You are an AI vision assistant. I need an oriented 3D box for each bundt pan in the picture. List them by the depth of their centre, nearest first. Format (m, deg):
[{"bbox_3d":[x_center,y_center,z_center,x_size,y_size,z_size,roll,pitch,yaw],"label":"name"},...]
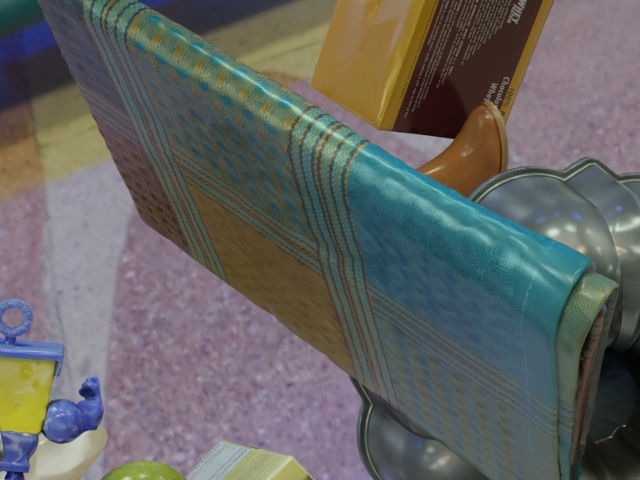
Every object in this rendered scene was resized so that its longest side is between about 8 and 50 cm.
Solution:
[{"bbox_3d":[0.191,0.111,0.871,0.330,0.331,0.124,-23,12,-5],"label":"bundt pan"}]

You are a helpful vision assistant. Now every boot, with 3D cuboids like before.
[{"bbox_3d":[0.115,-0.062,1.360,0.152,0.197,0.073,-7,44,-21],"label":"boot"}]

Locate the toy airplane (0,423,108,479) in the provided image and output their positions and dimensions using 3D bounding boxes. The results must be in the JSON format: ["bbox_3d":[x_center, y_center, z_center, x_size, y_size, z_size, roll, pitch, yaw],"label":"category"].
[{"bbox_3d":[-0.410,0.395,1.444,0.386,0.272,0.384,0,62,-27],"label":"toy airplane"}]

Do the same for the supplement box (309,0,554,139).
[{"bbox_3d":[0.125,-0.223,1.381,0.194,0.191,0.129,2,25,-41],"label":"supplement box"}]

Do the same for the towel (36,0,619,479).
[{"bbox_3d":[0.000,0.000,0.712,0.370,0.271,0.040,34,69,25],"label":"towel"}]

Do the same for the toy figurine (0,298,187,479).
[{"bbox_3d":[-0.275,0.165,1.186,0.362,0.217,0.191,6,-5,-10],"label":"toy figurine"}]

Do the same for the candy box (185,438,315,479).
[{"bbox_3d":[-0.042,0.319,1.384,0.087,0.183,0.316,-44,8,-17],"label":"candy box"}]

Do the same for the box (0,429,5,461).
[{"bbox_3d":[-0.205,0.070,0.416,0.158,0.156,0.093,-14,74,-29],"label":"box"}]
